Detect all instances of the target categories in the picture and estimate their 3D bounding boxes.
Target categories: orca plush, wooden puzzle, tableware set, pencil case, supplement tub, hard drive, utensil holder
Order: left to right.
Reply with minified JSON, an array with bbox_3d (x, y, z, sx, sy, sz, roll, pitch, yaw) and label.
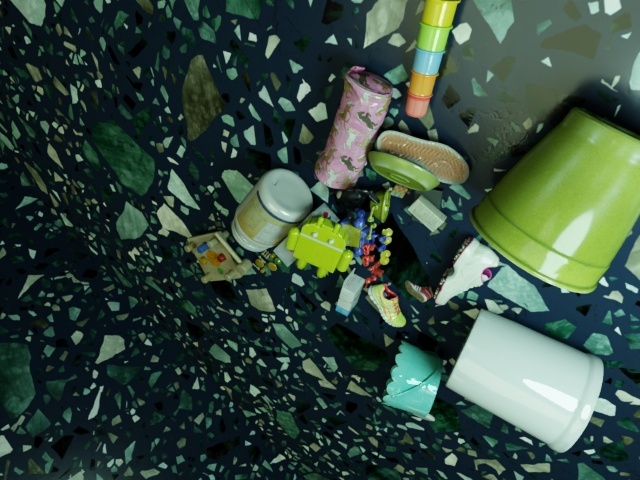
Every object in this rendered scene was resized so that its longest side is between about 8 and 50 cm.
[{"bbox_3d":[-0.248,0.105,2.044,0.104,0.024,0.154,44,133,-3],"label":"tableware set"},{"bbox_3d":[-0.199,-0.110,1.717,0.228,0.228,0.316,47,134,-3],"label":"supplement tub"},{"bbox_3d":[0.099,-0.349,1.399,0.167,0.160,0.386,21,132,-3],"label":"pencil case"},{"bbox_3d":[0.120,-0.121,1.483,0.287,0.151,0.102,-170,78,-65],"label":"orca plush"},{"bbox_3d":[0.270,-0.170,1.477,0.083,0.006,0.049,14,129,-23],"label":"wooden puzzle"},{"bbox_3d":[0.359,-0.120,1.470,0.094,0.022,0.135,17,128,24],"label":"hard drive"},{"bbox_3d":[0.660,0.445,1.450,0.385,0.327,0.328,26,131,20],"label":"utensil holder"}]

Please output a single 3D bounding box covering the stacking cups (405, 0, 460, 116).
[{"bbox_3d":[0.298,-0.507,1.213,0.096,0.096,0.316,24,136,19],"label":"stacking cups"}]

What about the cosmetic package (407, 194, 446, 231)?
[{"bbox_3d":[0.355,-0.091,1.448,0.115,0.041,0.060,43,134,1],"label":"cosmetic package"}]

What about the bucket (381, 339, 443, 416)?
[{"bbox_3d":[0.374,0.562,1.766,0.183,0.281,0.281,18,129,12],"label":"bucket"}]

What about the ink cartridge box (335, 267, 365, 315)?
[{"bbox_3d":[0.127,0.214,1.803,0.060,0.104,0.180,27,132,16],"label":"ink cartridge box"}]

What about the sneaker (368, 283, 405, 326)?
[{"bbox_3d":[0.283,0.259,1.745,0.208,0.081,0.094,51,132,-6],"label":"sneaker"}]

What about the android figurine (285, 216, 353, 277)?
[{"bbox_3d":[-0.002,0.022,1.572,0.248,0.056,0.273,24,134,1],"label":"android figurine"}]

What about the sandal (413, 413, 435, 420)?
[{"bbox_3d":[0.420,0.747,2.001,0.265,0.076,0.102,33,152,-17],"label":"sandal"}]

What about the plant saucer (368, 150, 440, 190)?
[{"bbox_3d":[0.251,-0.208,1.355,0.241,0.241,0.037,24,92,19],"label":"plant saucer"}]

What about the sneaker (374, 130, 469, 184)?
[{"bbox_3d":[0.313,-0.260,1.361,0.302,0.121,0.108,23,96,-1],"label":"sneaker"}]

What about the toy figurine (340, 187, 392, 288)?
[{"bbox_3d":[0.125,-0.030,1.588,0.217,0.191,0.362,20,128,29],"label":"toy figurine"}]

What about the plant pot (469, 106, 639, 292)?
[{"bbox_3d":[0.635,-0.121,1.089,0.366,0.366,0.353,33,121,11],"label":"plant pot"}]

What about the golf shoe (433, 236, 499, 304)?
[{"bbox_3d":[0.495,0.133,1.494,0.140,0.115,0.306,28,133,11],"label":"golf shoe"}]

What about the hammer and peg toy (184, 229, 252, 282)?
[{"bbox_3d":[-0.479,0.068,2.102,0.361,0.127,0.266,-10,112,38],"label":"hammer and peg toy"}]

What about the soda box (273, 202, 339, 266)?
[{"bbox_3d":[-0.058,-0.019,1.673,0.091,0.098,0.286,48,130,0],"label":"soda box"}]

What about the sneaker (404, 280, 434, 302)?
[{"bbox_3d":[0.381,0.186,1.661,0.118,0.067,0.042,46,146,43],"label":"sneaker"}]
